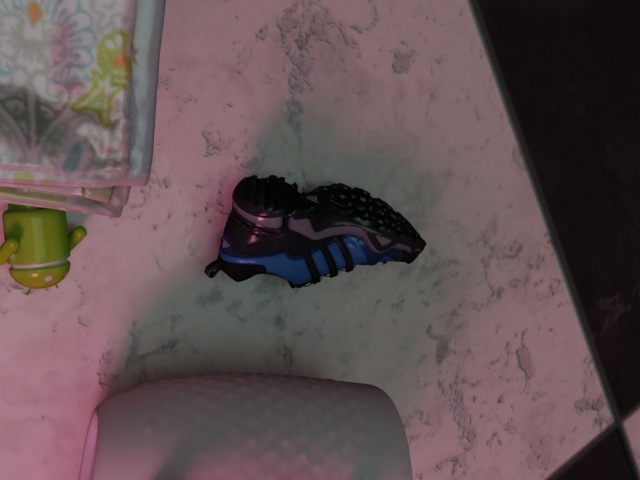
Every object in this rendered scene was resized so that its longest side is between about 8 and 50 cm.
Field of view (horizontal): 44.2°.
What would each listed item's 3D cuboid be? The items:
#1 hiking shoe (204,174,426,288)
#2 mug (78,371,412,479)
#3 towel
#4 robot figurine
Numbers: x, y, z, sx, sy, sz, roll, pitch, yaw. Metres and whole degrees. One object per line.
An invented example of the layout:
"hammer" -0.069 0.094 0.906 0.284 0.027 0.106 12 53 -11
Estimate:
"hiking shoe" 0.000 0.000 1.034 0.304 0.113 0.132 10 122 -34
"mug" -0.086 0.281 0.857 0.328 0.374 0.276 10 81 -19
"towel" -0.292 -0.216 0.655 0.321 0.090 0.374 4 92 -27
"robot figurine" -0.314 0.001 0.874 0.101 0.067 0.115 -15 103 -56
